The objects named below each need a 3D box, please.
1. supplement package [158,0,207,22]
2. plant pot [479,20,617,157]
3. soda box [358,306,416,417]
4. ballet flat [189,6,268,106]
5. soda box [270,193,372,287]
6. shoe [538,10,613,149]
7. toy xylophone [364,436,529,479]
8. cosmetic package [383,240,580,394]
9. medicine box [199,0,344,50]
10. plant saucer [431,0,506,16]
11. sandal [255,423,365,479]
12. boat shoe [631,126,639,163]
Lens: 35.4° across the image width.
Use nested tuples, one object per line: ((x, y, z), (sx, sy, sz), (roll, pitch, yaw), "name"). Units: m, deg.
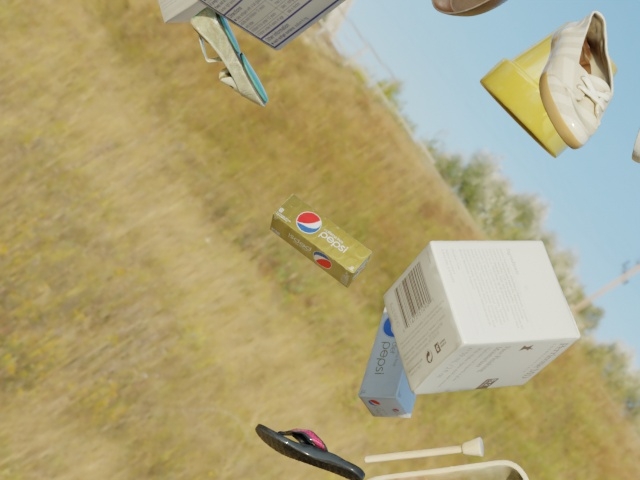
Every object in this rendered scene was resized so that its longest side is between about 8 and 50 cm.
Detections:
((-0.229, -0.534, 1.812), (0.134, 0.139, 0.244), (-17, -90, 46), "supplement package")
((0.535, -0.358, 2.289), (0.254, 0.239, 0.254), (44, 10, -10), "plant pot")
((0.135, 0.192, 1.705), (0.069, 0.074, 0.216), (57, 42, -42), "soda box")
((-0.131, -0.254, 1.413), (0.057, 0.052, 0.168), (-99, 164, -56), "ballet flat")
((0.000, 0.000, 1.779), (0.181, 0.061, 0.058), (37, -30, 11), "soda box")
((0.294, -0.188, 1.137), (0.076, 0.058, 0.219), (38, 41, -22), "shoe")
((0.187, 0.403, 1.562), (0.236, 0.322, 0.081), (51, 30, -44), "toy xylophone")
((0.209, 0.100, 1.326), (0.151, 0.183, 0.151), (124, -41, -50), "cosmetic package")
((-0.083, -0.408, 1.240), (0.289, 0.149, 0.263), (30, -25, -23), "medicine box")
((0.210, -0.332, 1.221), (0.029, 0.168, 0.168), (42, 8, -31), "plant saucer")
((-0.013, 0.312, 1.511), (0.179, 0.040, 0.067), (21, -26, 8), "sandal")
((0.619, -0.178, 1.803), (0.075, 0.083, 0.226), (18, 18, 24), "boat shoe")
